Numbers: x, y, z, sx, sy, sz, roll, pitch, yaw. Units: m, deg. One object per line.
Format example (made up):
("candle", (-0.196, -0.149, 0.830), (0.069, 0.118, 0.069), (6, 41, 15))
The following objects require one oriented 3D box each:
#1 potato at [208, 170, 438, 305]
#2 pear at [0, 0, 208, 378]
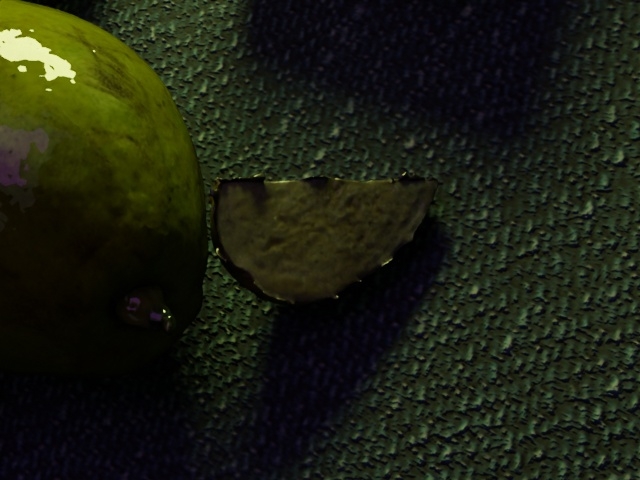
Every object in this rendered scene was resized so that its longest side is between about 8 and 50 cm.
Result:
("potato", (0.000, 0.000, 1.292), (0.172, 0.089, 0.101), (-4, 83, -10))
("pear", (-0.220, -0.027, 1.286), (0.375, 0.287, 0.287), (36, 86, 37))
